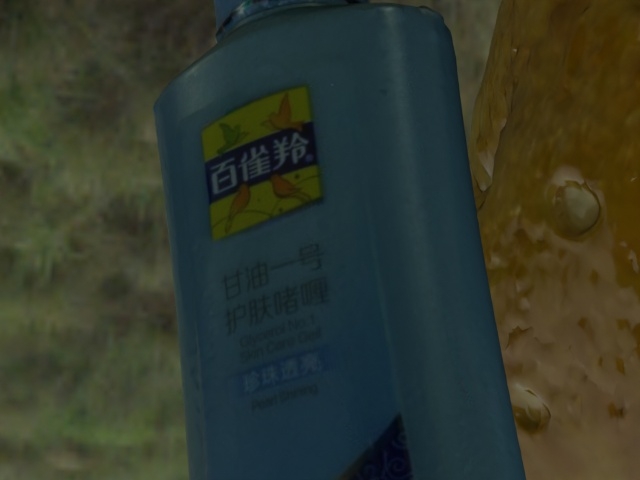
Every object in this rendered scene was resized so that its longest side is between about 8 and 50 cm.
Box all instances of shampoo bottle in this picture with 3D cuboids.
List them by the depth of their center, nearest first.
[{"bbox_3d":[0.000,0.000,0.522,0.104,0.258,0.061,-19,153,24],"label":"shampoo bottle"}]

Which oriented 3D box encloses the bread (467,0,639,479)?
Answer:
[{"bbox_3d":[0.161,0.042,0.659,0.250,0.394,0.361,-21,-140,-39],"label":"bread"}]
